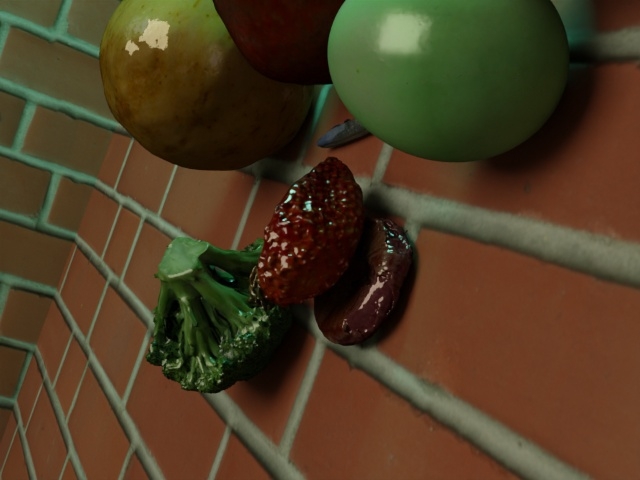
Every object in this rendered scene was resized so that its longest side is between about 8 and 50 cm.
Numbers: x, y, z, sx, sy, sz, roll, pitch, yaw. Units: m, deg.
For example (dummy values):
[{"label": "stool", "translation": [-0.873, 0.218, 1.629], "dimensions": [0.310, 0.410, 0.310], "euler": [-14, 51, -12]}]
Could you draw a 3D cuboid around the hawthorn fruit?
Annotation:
[{"label": "hawthorn fruit", "translation": [0.012, -0.381, 1.202], "dimensions": [0.325, 0.308, 0.308], "euler": [-34, 43, 35]}]

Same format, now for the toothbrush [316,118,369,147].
[{"label": "toothbrush", "translation": [0.103, -0.181, 1.169], "dimensions": [0.413, 0.035, 0.042], "euler": [-13, 70, 59]}]

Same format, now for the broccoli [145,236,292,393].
[{"label": "broccoli", "translation": [-0.159, 0.105, 1.275], "dimensions": [0.269, 0.241, 0.261], "euler": [4, 52, 33]}]

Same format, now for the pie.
[{"label": "pie", "translation": [0.053, 0.054, 1.090], "dimensions": [0.182, 0.050, 0.182], "euler": [-42, 34, 36]}]

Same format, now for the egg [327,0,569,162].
[{"label": "egg", "translation": [0.133, -0.198, 0.899], "dimensions": [0.270, 0.220, 0.220], "euler": [21, 91, 28]}]

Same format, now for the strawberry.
[{"label": "strawberry", "translation": [-0.001, -0.002, 1.084], "dimensions": [0.236, 0.107, 0.175], "euler": [-64, -14, -7]}]

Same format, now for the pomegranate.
[{"label": "pomegranate", "translation": [-0.186, -0.327, 1.449], "dimensions": [0.410, 0.410, 0.410], "euler": [-41, 39, 44]}]
